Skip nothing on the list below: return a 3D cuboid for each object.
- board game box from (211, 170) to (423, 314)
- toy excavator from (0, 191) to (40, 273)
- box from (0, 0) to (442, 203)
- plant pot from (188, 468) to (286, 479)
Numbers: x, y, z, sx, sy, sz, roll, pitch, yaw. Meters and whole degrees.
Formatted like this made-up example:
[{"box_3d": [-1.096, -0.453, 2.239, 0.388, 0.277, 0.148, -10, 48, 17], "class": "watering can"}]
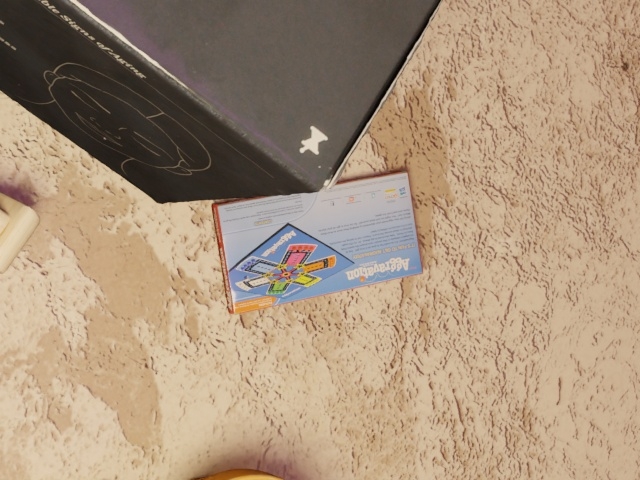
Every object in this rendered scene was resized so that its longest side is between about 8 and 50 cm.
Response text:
[{"box_3d": [0.000, 0.000, 1.662, 0.281, 0.027, 0.145, -11, 95, -24], "class": "board game box"}, {"box_3d": [-0.525, -0.141, 1.287, 0.445, 0.433, 0.222, 32, 76, 6], "class": "toy excavator"}, {"box_3d": [-0.203, -0.286, 1.316, 0.480, 0.471, 0.297, 36, 77, -22], "class": "box"}, {"box_3d": [-0.118, 0.371, 1.529, 0.205, 0.188, 0.205, 0, 91, -25], "class": "plant pot"}]
